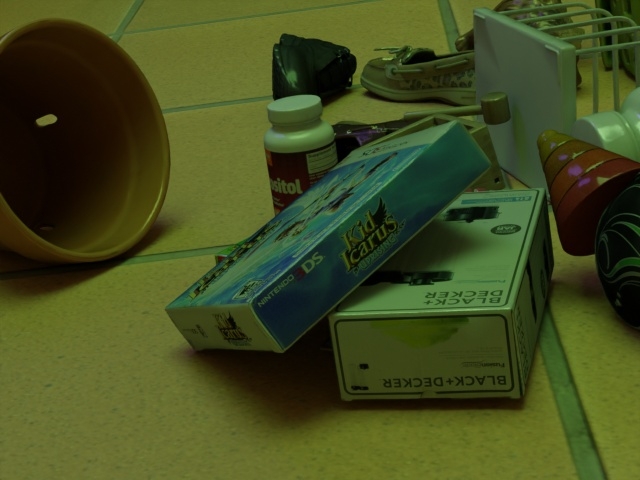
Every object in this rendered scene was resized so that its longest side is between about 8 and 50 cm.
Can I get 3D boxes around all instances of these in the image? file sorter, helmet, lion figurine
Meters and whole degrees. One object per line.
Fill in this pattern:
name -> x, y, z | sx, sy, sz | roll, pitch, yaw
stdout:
file sorter -> 0.318, -0.179, 1.762 | 0.173, 0.193, 0.278 | -9, 20, -12
helmet -> 0.346, 0.010, 1.311 | 0.169, 0.169, 0.161 | -17, 5, -23
lion figurine -> 0.340, -0.397, 2.203 | 0.142, 0.392, 0.240 | 22, -21, -19

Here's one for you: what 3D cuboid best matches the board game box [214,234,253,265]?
board game box -> -0.016, 0.031, 1.537 | 0.181, 0.043, 0.092 | 11, 27, 40

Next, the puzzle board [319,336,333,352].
puzzle board -> 0.076, 0.088, 1.397 | 0.128, 0.011, 0.096 | 2, 23, 27

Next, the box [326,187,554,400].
box -> 0.124, 0.045, 1.353 | 0.169, 0.087, 0.290 | -2, 23, 17

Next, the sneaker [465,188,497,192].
sneaker -> 0.155, -0.014, 1.565 | 0.170, 0.075, 0.063 | 9, 45, -11

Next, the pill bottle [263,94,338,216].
pill bottle -> -0.022, -0.093, 1.710 | 0.086, 0.152, 0.086 | -7, 20, 3

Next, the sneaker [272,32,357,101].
sneaker -> -0.009, -0.268, 2.248 | 0.130, 0.109, 0.286 | 1, 24, 4

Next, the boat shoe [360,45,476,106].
boat shoe -> 0.176, -0.263, 2.172 | 0.285, 0.089, 0.104 | 10, 28, 41

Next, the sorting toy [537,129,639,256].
sorting toy -> 0.367, -0.119, 1.466 | 0.365, 0.127, 0.126 | -26, 55, -14

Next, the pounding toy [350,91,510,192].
pounding toy -> 0.151, -0.100, 1.731 | 0.206, 0.094, 0.181 | -25, 20, -17

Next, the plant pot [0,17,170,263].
plant pot -> -0.356, -0.102, 1.732 | 0.203, 0.291, 0.291 | -13, 13, 40

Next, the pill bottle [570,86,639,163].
pill bottle -> 0.423, -0.109, 1.585 | 0.272, 0.152, 0.152 | -12, 21, -10

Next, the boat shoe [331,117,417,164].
boat shoe -> 0.074, -0.117, 1.861 | 0.207, 0.073, 0.073 | 1, 23, 41

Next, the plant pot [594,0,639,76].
plant pot -> 0.532, -0.364, 2.132 | 0.228, 0.227, 0.207 | -15, 15, -18

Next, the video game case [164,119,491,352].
video game case -> 0.000, 0.000, 1.362 | 0.269, 0.061, 0.244 | -41, 11, -21
